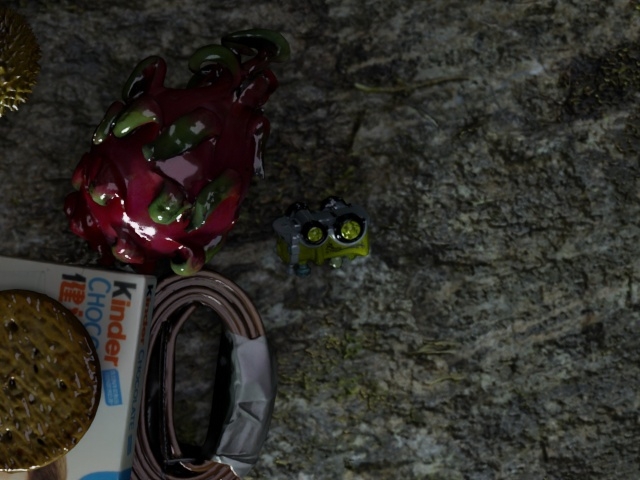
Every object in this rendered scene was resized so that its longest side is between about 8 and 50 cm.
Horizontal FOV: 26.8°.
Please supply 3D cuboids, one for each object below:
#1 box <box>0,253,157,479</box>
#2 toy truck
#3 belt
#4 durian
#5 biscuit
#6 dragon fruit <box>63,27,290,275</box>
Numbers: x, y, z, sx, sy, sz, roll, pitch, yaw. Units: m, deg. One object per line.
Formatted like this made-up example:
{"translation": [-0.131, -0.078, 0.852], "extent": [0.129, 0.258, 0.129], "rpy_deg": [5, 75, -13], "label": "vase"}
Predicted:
{"translation": [-0.317, 0.152, 1.409], "extent": [0.265, 0.048, 0.273], "rpy_deg": [7, 90, 10], "label": "box"}
{"translation": [0.000, 0.000, 1.523], "extent": [0.111, 0.076, 0.077], "rpy_deg": [-11, 115, -12], "label": "toy truck"}
{"translation": [-0.140, 0.159, 1.475], "extent": [0.184, 0.105, 0.261], "rpy_deg": [0, 89, -12], "label": "belt"}
{"translation": [-0.366, -0.188, 1.379], "extent": [0.158, 0.168, 0.137], "rpy_deg": [13, 122, -10], "label": "durian"}
{"translation": [-0.312, 0.143, 1.369], "extent": [0.188, 0.027, 0.188], "rpy_deg": [0, 89, 8], "label": "biscuit"}
{"translation": [-0.151, -0.095, 1.418], "extent": [0.273, 0.198, 0.218], "rpy_deg": [-67, 148, -26], "label": "dragon fruit"}
